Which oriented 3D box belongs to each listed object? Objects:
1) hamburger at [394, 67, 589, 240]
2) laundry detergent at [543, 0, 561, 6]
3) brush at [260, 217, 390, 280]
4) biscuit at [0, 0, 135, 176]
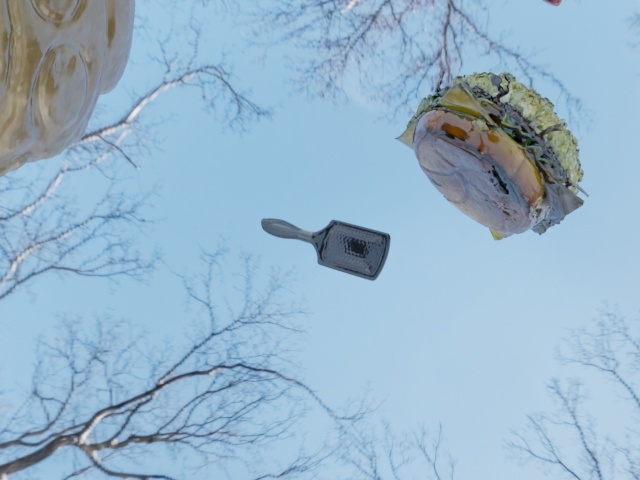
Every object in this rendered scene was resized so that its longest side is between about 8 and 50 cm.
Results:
[{"bbox_3d":[0.223,-0.115,1.017,0.243,0.262,0.138,44,-103,-7],"label":"hamburger"},{"bbox_3d":[0.331,-0.382,1.044,0.049,0.097,0.165,32,-73,23],"label":"laundry detergent"},{"bbox_3d":[0.000,0.000,1.045,0.193,0.016,0.063,15,-99,32],"label":"brush"},{"bbox_3d":[-0.252,-0.196,0.717,0.051,0.376,0.269,11,-68,11],"label":"biscuit"}]
